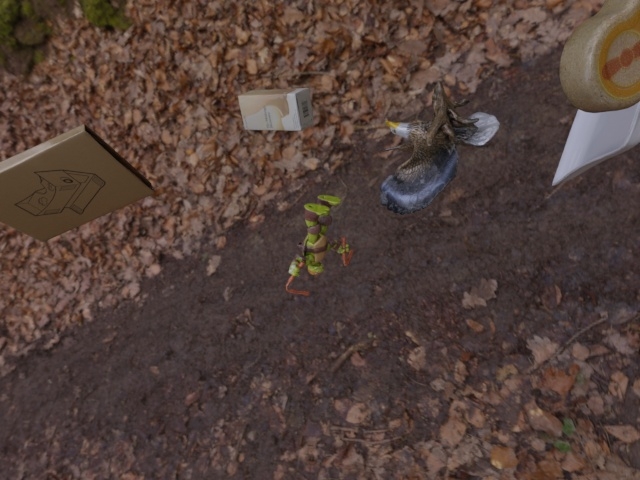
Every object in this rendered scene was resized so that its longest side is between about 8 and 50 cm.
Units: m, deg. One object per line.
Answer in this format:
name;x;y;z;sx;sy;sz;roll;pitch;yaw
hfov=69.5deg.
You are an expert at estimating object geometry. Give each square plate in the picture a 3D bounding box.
square plate;0.552;-0.282;0.839;0.049;0.347;0.343;20;90;11

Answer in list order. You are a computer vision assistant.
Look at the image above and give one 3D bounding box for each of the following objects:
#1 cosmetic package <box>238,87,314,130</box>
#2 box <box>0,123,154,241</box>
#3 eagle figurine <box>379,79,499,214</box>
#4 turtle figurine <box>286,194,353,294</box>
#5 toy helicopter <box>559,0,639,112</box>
cosmetic package;-0.072;-0.210;0.740;0.115;0.060;0.041;7;31;31
box;-0.373;-0.073;0.662;0.201;0.164;0.021;-23;65;3
eagle figurine;0.253;-0.228;1.118;0.226;0.298;0.225;-30;68;-19
turtle figurine;0.000;0.000;1.139;0.087;0.270;0.217;27;123;33
toy helicopter;0.325;-0.269;0.398;0.354;0.235;0.140;-64;23;4
